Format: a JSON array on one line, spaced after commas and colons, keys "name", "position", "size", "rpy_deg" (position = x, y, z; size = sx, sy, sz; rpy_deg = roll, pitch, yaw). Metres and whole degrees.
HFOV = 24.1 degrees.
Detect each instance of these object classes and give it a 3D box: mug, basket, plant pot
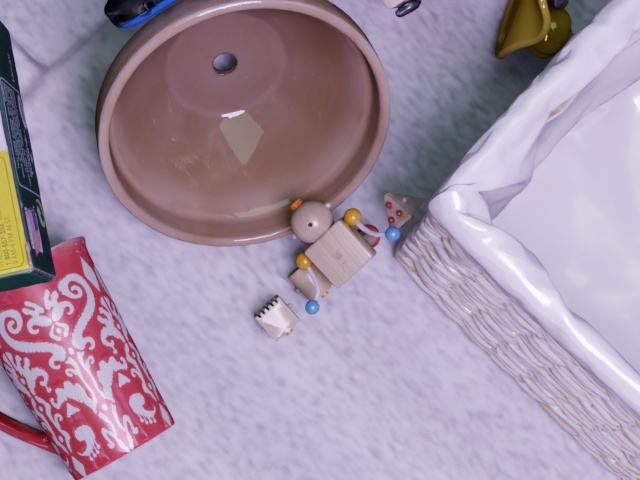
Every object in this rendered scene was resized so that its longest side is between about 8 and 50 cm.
[{"name": "mug", "position": [-0.208, 0.103, 1.212], "size": [0.113, 0.150, 0.169], "rpy_deg": [-30, 89, -47]}, {"name": "basket", "position": [0.285, -0.008, 1.193], "size": [0.331, 0.266, 0.328], "rpy_deg": [43, 78, 3]}, {"name": "plant pot", "position": [-0.070, -0.118, 1.224], "size": [0.237, 0.237, 0.109], "rpy_deg": [-12, 41, -9]}]

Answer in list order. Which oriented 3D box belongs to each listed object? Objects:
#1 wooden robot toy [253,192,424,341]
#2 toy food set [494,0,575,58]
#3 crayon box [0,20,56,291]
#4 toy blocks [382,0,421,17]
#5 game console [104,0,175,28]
[{"name": "wooden robot toy", "position": [0.000, 0.000, 1.245], "size": [0.173, 0.076, 0.079], "rpy_deg": [-42, 95, 15]}, {"name": "toy food set", "position": [0.222, -0.245, 1.296], "size": [0.071, 0.128, 0.217], "rpy_deg": [22, 80, -3]}, {"name": "crayon box", "position": [-0.372, -0.037, 1.099], "size": [0.319, 0.081, 0.202], "rpy_deg": [-12, 83, 2]}, {"name": "toy blocks", "position": [0.147, -0.393, 1.269], "size": [0.289, 0.260, 0.309], "rpy_deg": [-27, 88, 29]}, {"name": "game console", "position": [-0.073, -0.339, 1.139], "size": [0.293, 0.250, 0.173], "rpy_deg": [-29, 115, 24]}]
